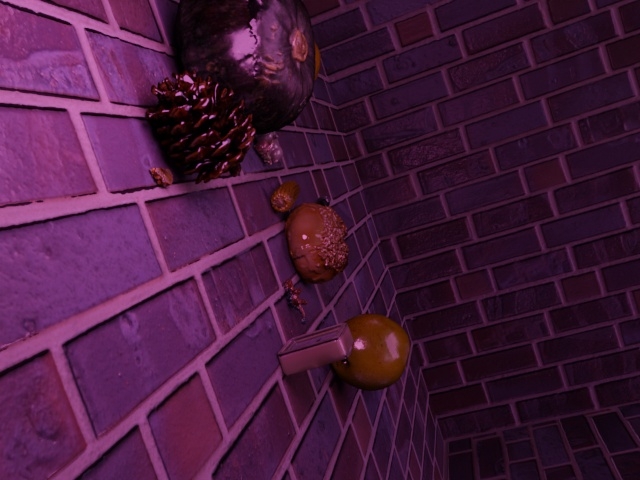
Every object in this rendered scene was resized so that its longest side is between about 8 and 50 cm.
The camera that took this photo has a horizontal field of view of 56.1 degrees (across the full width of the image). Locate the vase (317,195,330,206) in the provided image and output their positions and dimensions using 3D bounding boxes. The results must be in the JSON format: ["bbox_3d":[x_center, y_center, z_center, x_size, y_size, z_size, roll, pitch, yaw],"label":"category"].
[{"bbox_3d":[0.002,-0.140,2.528,0.167,0.059,0.059,-65,136,-70],"label":"vase"}]

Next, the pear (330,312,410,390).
[{"bbox_3d":[0.164,0.390,2.101,0.294,0.294,0.295,-17,90,-76],"label":"pear"}]

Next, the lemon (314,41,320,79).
[{"bbox_3d":[-0.115,-0.741,2.442,0.288,0.233,0.233,70,12,19],"label":"lemon"}]

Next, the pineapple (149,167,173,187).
[{"bbox_3d":[-0.342,-0.138,1.310,0.083,0.019,0.045,-5,75,-78],"label":"pineapple"}]

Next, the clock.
[{"bbox_3d":[-0.011,0.306,1.699,0.147,0.191,0.071,-34,105,-75],"label":"clock"}]

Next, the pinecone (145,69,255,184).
[{"bbox_3d":[-0.263,-0.260,1.363,0.273,0.224,0.224,54,21,-21],"label":"pinecone"}]

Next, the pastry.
[{"bbox_3d":[0.000,0.000,2.105,0.316,0.184,0.285,-74,144,-64],"label":"pastry"}]

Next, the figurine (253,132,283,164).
[{"bbox_3d":[-0.179,-0.331,2.017,0.098,0.081,0.146,-86,155,-54],"label":"figurine"}]

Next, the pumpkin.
[{"bbox_3d":[-0.200,-0.511,1.628,0.454,0.343,0.455,-2,90,-68],"label":"pumpkin"}]

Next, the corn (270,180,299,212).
[{"bbox_3d":[-0.117,-0.154,2.065,0.231,0.080,0.080,-66,137,-72],"label":"corn"}]

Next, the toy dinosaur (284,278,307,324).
[{"bbox_3d":[-0.074,0.188,1.867,0.154,0.055,0.049,68,10,14],"label":"toy dinosaur"}]
